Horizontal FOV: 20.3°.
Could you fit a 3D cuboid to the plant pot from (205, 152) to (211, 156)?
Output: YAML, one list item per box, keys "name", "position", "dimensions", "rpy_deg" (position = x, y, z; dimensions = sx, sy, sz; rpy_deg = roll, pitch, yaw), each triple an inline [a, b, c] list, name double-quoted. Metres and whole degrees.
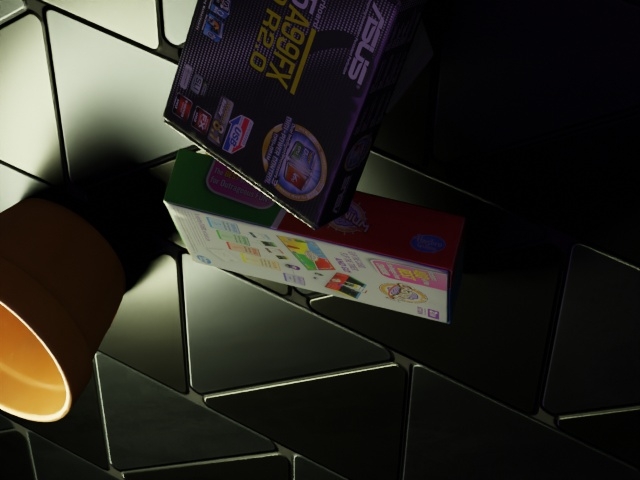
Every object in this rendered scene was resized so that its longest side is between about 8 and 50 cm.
- name: "plant pot"
  position: [-0.086, -0.095, 2.087]
  dimensions: [0.081, 0.081, 0.083]
  rpy_deg: [-15, 114, 50]

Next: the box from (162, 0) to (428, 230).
- name: "box"
  position: [-0.030, -0.179, 1.764]
  dimensions: [0.216, 0.060, 0.270]
  rpy_deg: [36, 127, 22]

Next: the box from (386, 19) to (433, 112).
- name: "box"
  position: [0.041, -0.197, 1.823]
  dimensions: [0.101, 0.102, 0.087]
  rpy_deg: [11, 139, 35]

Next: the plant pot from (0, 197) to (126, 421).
- name: "plant pot"
  position: [-0.405, 0.079, 2.474]
  dimensions: [0.291, 0.203, 0.291]
  rpy_deg: [25, 145, 19]

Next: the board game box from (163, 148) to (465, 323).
- name: "board game box"
  position: [0.000, 0.000, 1.983]
  dimensions: [0.316, 0.064, 0.242]
  rpy_deg: [14, 165, 7]
